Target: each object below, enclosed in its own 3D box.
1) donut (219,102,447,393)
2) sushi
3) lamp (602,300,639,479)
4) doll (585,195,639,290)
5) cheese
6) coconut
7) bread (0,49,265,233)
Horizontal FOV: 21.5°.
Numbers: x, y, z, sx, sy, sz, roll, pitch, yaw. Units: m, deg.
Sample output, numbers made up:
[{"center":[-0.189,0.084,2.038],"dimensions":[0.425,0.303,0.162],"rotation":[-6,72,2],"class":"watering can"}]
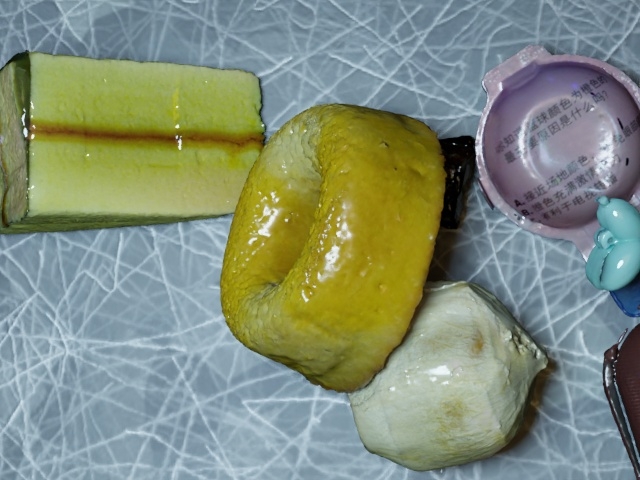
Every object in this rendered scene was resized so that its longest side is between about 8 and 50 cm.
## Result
[{"center":[0.001,-0.003,1.581],"dimensions":[0.108,0.277,0.277],"rotation":[19,85,-28],"class":"donut"},{"center":[0.106,-0.063,1.658],"dimensions":[0.084,0.094,0.098],"rotation":[8,89,9],"class":"sushi"},{"center":[0.365,0.163,1.562],"dimensions":[0.180,0.180,0.258],"rotation":[-16,89,3],"class":"lamp"},{"center":[0.329,0.004,1.611],"dimensions":[0.158,0.059,0.159],"rotation":[-34,111,1],"class":"doll"},{"center":[0.262,-0.060,1.652],"dimensions":[0.189,0.074,0.286],"rotation":[-36,95,2],"class":"cheese"},{"center":[0.120,0.125,1.593],"dimensions":[0.194,0.194,0.194],"rotation":[-1,83,5],"class":"coconut"},{"center":[-0.207,-0.089,1.716],"dimensions":[0.264,0.163,0.167],"rotation":[3,81,-26],"class":"bread"}]
